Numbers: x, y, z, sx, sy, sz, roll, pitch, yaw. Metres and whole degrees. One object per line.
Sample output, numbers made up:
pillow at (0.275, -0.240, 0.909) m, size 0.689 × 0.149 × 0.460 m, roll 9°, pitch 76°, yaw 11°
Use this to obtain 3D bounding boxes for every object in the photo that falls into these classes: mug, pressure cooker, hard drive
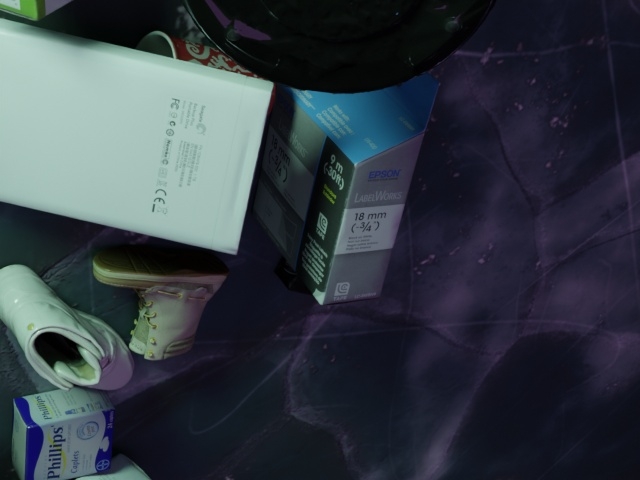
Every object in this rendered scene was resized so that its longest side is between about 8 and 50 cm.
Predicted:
mug at (-0.148, -0.185, 1.728) m, size 0.169 × 0.150 × 0.113 m, roll 5°, pitch 157°, yaw -41°
pressure cooker at (0.022, -0.412, 1.485) m, size 0.375 × 0.420 × 0.370 m, roll 23°, pitch 131°, yaw -20°
hard drive at (-0.252, -0.125, 1.633) m, size 0.353 × 0.047 × 0.233 m, roll 13°, pitch 120°, yaw -2°

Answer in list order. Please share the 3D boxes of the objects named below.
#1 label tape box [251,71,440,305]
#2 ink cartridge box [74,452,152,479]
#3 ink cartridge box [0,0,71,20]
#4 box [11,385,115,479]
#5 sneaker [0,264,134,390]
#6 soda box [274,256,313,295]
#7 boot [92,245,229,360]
label tape box at (0.023, -0.117, 1.818) m, size 0.106 × 0.240 × 0.333 m, roll -5°, pitch 125°, yaw -28°
ink cartridge box at (-0.435, 0.517, 1.988) m, size 0.385 × 0.091 × 0.308 m, roll -22°, pitch 144°, yaw -56°
ink cartridge box at (-0.286, -0.388, 1.516) m, size 0.255 × 0.097 × 0.189 m, roll -46°, pitch 149°, yaw -48°
box at (-0.383, 0.289, 1.981) m, size 0.137 × 0.072 × 0.126 m, roll -9°, pitch 127°, yaw -27°
sneaker at (-0.337, 0.167, 1.849) m, size 0.108 × 0.169 × 0.292 m, roll -44°, pitch 137°, yaw 0°
soda box at (0.000, 0.000, 2.025) m, size 0.060 × 0.053 × 0.169 m, roll 16°, pitch 113°, yaw -40°
boot at (-0.249, 0.093, 1.917) m, size 0.213 × 0.077 × 0.165 m, roll 4°, pitch 122°, yaw -39°
